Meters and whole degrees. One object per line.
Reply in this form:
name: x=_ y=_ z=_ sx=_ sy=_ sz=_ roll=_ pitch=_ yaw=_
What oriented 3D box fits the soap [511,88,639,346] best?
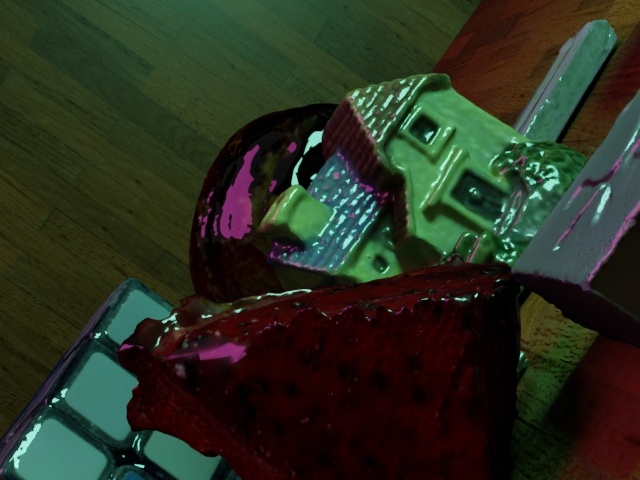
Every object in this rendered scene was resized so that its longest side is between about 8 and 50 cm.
soap: x=0.291 y=-0.057 z=1.393 sx=0.296 sy=0.107 sz=0.285 roll=-54 pitch=4 yaw=-4

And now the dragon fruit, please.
dragon fruit: x=0.015 y=0.148 z=1.539 sx=0.329 sy=0.228 sz=0.286 roll=-8 pitch=7 yaw=14

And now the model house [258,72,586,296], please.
model house: x=0.098 y=-0.026 z=1.959 sx=0.321 sy=0.266 sz=0.261 roll=-57 pitch=3 yaw=-23

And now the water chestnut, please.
water chestnut: x=0.000 y=0.000 z=2.221 sx=0.350 sy=0.350 sz=0.302 roll=-57 pitch=9 yaw=-21

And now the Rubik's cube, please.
Rubik's cube: x=-0.236 y=0.319 z=2.184 sx=0.359 sy=0.363 sz=0.362 roll=-42 pitch=10 yaw=48

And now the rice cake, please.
rice cake: x=0.277 y=-0.147 z=2.234 sx=0.298 sy=0.050 sz=0.106 roll=-57 pitch=5 yaw=-23

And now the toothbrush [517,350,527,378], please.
toothbrush: x=0.134 y=0.156 z=1.789 sx=0.029 sy=0.025 sz=0.307 roll=-48 pitch=3 yaw=-25
